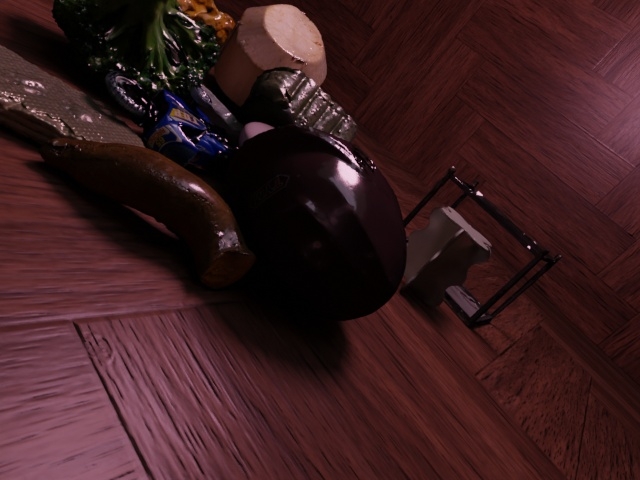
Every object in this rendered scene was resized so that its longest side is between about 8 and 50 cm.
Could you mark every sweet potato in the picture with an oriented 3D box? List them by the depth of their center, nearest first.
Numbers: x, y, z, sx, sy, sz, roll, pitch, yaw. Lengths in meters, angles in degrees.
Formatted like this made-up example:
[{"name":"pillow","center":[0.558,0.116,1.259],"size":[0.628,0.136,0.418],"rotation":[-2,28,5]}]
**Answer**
[{"name":"sweet potato","center":[-0.202,-0.048,0.575],"size":[0.286,0.085,0.112],"rotation":[34,66,-12]}]

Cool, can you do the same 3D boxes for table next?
[{"name":"table","center":[0.269,0.040,1.075],"size":[0.166,0.198,0.166],"rotation":[34,21,-16]},{"name":"table","center":[0.424,0.019,1.290],"size":[0.222,0.272,0.335],"rotation":[9,37,-55]}]

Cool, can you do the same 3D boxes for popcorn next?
[{"name":"popcorn","center":[-0.408,-0.666,1.333],"size":[0.332,0.225,0.265],"rotation":[30,-3,-22]}]

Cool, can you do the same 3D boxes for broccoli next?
[{"name":"broccoli","center":[-0.313,-0.389,0.834],"size":[0.298,0.297,0.297],"rotation":[16,60,-30]}]

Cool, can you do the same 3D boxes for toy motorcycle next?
[{"name":"toy motorcycle","center":[-0.221,-0.173,0.793],"size":[0.169,0.113,0.315],"rotation":[59,17,17]}]

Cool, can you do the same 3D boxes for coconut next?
[{"name":"coconut","center":[-0.144,-0.499,1.332],"size":[0.323,0.323,0.323],"rotation":[35,21,-15]}]

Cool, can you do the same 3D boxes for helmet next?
[{"name":"helmet","center":[0.000,0.000,0.654],"size":[0.305,0.225,0.177],"rotation":[35,32,-36]}]

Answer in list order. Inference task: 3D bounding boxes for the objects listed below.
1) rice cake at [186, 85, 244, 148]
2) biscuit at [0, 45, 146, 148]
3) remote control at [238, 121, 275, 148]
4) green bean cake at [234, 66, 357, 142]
[{"name":"rice cake","center":[-0.236,-0.270,0.995],"size":[0.040,0.085,0.226],"rotation":[-30,65,-31]},{"name":"biscuit","center":[-0.355,-0.173,0.625],"size":[0.252,0.052,0.150],"rotation":[30,23,-30]},{"name":"remote control","center":[-0.035,-0.091,0.892],"size":[0.332,0.103,0.221],"rotation":[45,16,-30]},{"name":"green bean cake","center":[-0.061,-0.242,0.981],"size":[0.227,0.125,0.222],"rotation":[36,-23,-19]}]
